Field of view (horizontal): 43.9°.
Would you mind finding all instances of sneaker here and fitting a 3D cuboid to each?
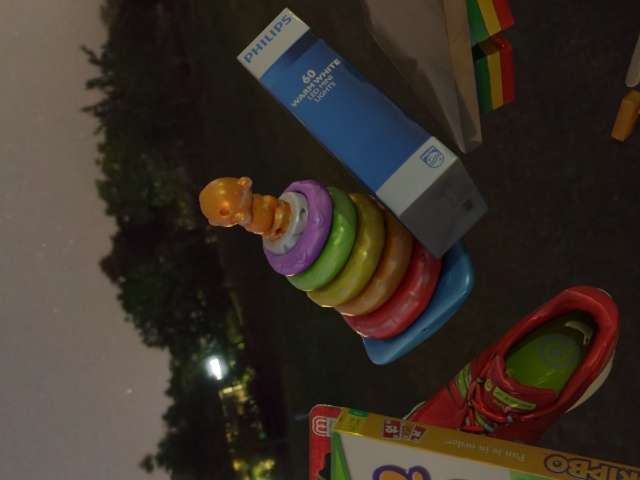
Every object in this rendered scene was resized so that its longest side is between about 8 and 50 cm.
[{"bbox_3d":[0.135,0.136,0.642,0.107,0.279,0.118,40,169,22],"label":"sneaker"}]

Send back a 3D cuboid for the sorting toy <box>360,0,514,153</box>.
[{"bbox_3d":[0.123,-0.274,0.884,0.257,0.089,0.255,61,177,35],"label":"sorting toy"}]

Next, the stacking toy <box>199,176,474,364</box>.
[{"bbox_3d":[0.000,0.000,0.854,0.175,0.301,0.166,-47,38,30],"label":"stacking toy"}]

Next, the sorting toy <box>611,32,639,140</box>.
[{"bbox_3d":[0.467,-0.285,1.026,0.041,0.229,0.307,30,140,28],"label":"sorting toy"}]

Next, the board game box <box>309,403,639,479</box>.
[{"bbox_3d":[0.111,0.190,0.532,0.039,0.259,0.124,-46,-39,-58],"label":"board game box"}]

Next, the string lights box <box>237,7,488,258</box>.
[{"bbox_3d":[0.041,-0.108,0.794,0.260,0.077,0.133,47,-176,30],"label":"string lights box"}]
